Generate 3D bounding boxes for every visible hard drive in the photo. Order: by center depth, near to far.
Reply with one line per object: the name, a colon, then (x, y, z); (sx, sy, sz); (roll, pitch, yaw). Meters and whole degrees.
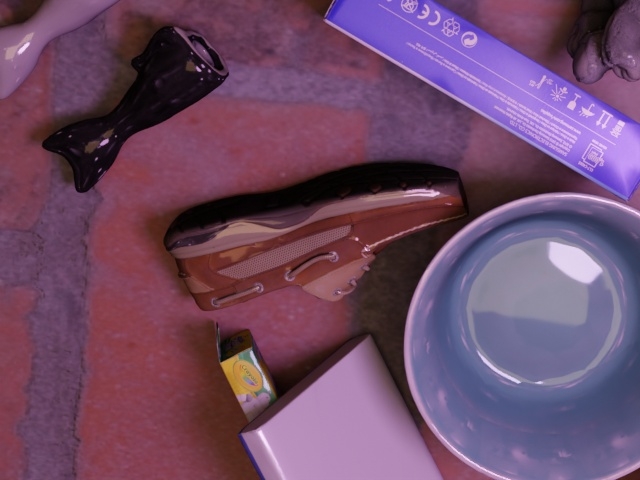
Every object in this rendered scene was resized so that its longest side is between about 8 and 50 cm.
hard drive: (0.055, 0.289, 1.591); (0.040, 0.210, 0.318); (-17, 104, 44)

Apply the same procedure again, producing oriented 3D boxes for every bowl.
bowl: (0.242, 0.088, 1.552); (0.312, 0.163, 0.311); (1, 102, 3)

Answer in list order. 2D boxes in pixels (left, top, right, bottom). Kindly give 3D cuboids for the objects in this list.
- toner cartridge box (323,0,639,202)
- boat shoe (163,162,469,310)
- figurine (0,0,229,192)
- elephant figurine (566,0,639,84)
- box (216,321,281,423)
toner cartridge box: (0.170, -0.165, 1.496); (0.348, 0.165, 0.075); (31, 97, -2)
boat shoe: (0.000, 0.000, 1.574); (0.324, 0.122, 0.119); (-11, 107, 13)
figurine: (-0.243, -0.187, 1.555); (0.209, 0.092, 0.215); (-39, 97, 13)
elephant figurine: (0.388, -0.195, 1.508); (0.239, 0.186, 0.169); (22, 69, -13)
box: (-0.065, 0.171, 1.610); (0.043, 0.105, 0.179); (-28, 100, 0)
